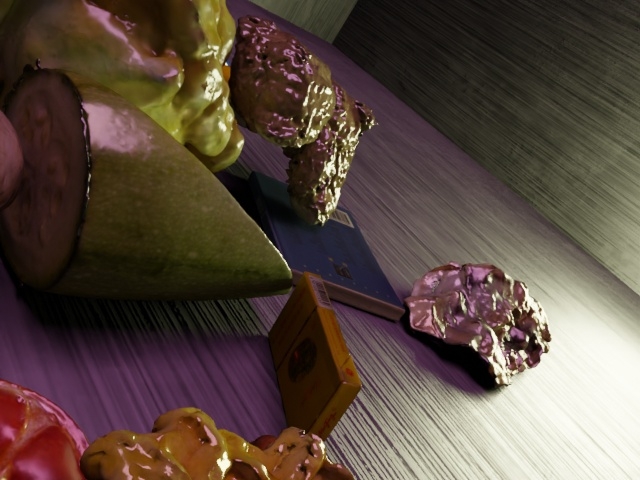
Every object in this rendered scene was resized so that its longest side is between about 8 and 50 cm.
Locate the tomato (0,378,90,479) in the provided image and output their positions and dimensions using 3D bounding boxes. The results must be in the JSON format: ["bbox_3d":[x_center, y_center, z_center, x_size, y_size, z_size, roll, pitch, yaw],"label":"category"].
[{"bbox_3d":[-0.176,0.133,0.280,0.156,0.069,0.155,37,23,-18],"label":"tomato"}]

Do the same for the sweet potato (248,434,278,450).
[{"bbox_3d":[-0.068,0.169,0.385,0.202,0.055,0.058,-21,99,-67],"label":"sweet potato"}]

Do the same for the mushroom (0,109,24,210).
[{"bbox_3d":[-0.284,-0.043,0.413,0.167,0.127,0.166,-10,12,2],"label":"mushroom"}]

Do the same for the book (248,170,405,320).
[{"bbox_3d":[0.000,0.000,0.895,0.191,0.025,0.269,21,24,-28],"label":"book"}]

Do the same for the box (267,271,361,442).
[{"bbox_3d":[-0.010,0.105,0.561,0.023,0.086,0.155,22,24,-26],"label":"box"}]

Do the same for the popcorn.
[{"bbox_3d":[-0.222,-0.195,0.646,0.279,0.335,0.274,-11,54,-19],"label":"popcorn"}]

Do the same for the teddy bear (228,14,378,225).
[{"bbox_3d":[-0.035,-0.173,0.834,0.256,0.156,0.267,21,47,-60],"label":"teddy bear"}]

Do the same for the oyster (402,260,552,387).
[{"bbox_3d":[0.261,0.105,0.943,0.201,0.107,0.355,48,25,23],"label":"oyster"}]

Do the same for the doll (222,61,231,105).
[{"bbox_3d":[-0.289,-0.302,0.948,0.366,0.187,0.375,12,54,-28],"label":"doll"}]

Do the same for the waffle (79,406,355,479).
[{"bbox_3d":[-0.003,0.219,0.287,0.307,0.060,0.311,11,45,-54],"label":"waffle"}]

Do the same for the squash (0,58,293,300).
[{"bbox_3d":[-0.134,-0.039,0.559,0.261,0.189,0.189,2,37,-47],"label":"squash"}]
